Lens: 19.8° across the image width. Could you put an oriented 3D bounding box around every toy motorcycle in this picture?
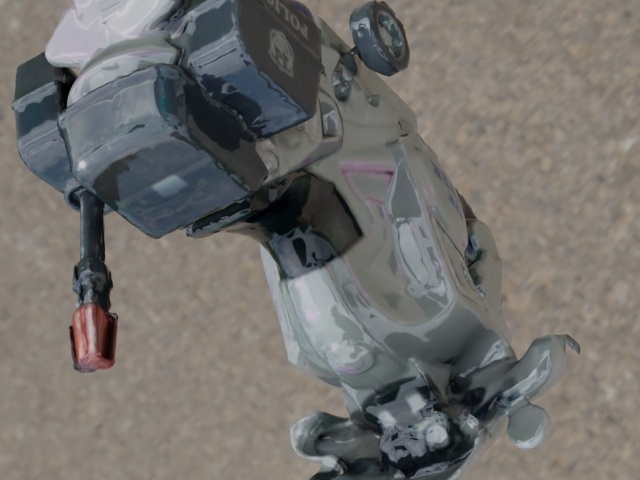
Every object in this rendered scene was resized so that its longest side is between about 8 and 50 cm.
[{"bbox_3d":[0.000,0.000,0.563,0.102,0.150,0.221,-21,138,28],"label":"toy motorcycle"}]
